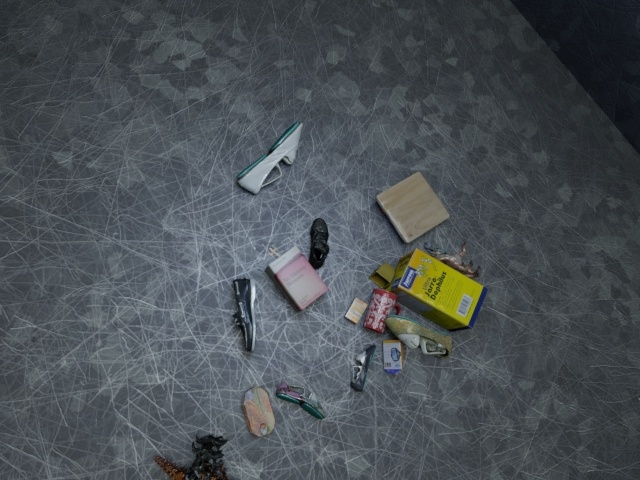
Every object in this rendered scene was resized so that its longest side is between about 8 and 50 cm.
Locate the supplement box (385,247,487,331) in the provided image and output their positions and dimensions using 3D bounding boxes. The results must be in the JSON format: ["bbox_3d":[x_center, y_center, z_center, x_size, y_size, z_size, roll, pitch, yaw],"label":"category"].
[{"bbox_3d":[0.492,0.219,1.998,0.357,0.194,0.195,30,71,-3],"label":"supplement box"}]

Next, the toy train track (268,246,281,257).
[{"bbox_3d":[-0.187,0.057,1.997,0.083,0.014,0.048,35,71,-1],"label":"toy train track"}]

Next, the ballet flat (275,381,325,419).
[{"bbox_3d":[-0.069,0.626,1.838,0.221,0.077,0.079,28,52,-3],"label":"ballet flat"}]

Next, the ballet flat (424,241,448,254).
[{"bbox_3d":[0.533,0.045,2.142,0.114,0.041,0.041,24,71,-4],"label":"ballet flat"}]

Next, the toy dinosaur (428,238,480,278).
[{"bbox_3d":[0.596,0.129,2.081,0.295,0.200,0.127,54,28,-21],"label":"toy dinosaur"}]

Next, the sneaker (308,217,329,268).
[{"bbox_3d":[0.000,0.000,1.993,0.087,0.130,0.227,12,71,-10],"label":"sneaker"}]

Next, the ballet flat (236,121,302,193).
[{"bbox_3d":[-0.197,-0.359,2.065,0.139,0.139,0.400,43,75,2],"label":"ballet flat"}]

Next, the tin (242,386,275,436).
[{"bbox_3d":[-0.240,0.665,1.805,0.106,0.040,0.189,-15,78,-11],"label":"tin"}]

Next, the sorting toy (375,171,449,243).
[{"bbox_3d":[0.414,-0.144,2.138,0.257,0.089,0.255,-30,82,-17],"label":"sorting toy"}]

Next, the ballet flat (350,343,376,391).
[{"bbox_3d":[0.172,0.519,1.916,0.074,0.074,0.203,22,74,-5],"label":"ballet flat"}]

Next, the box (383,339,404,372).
[{"bbox_3d":[0.307,0.488,1.948,0.028,0.081,0.136,18,67,-54],"label":"box"}]

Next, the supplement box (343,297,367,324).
[{"bbox_3d":[0.151,0.302,1.987,0.062,0.036,0.098,32,71,-1],"label":"supplement box"}]

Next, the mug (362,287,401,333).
[{"bbox_3d":[0.268,0.309,1.971,0.150,0.113,0.169,22,75,3],"label":"mug"}]

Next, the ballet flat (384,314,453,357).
[{"bbox_3d":[0.415,0.411,1.932,0.349,0.123,0.123,23,70,-24],"label":"ballet flat"}]

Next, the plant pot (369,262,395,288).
[{"bbox_3d":[0.279,0.146,2.038,0.081,0.081,0.083,39,59,1],"label":"plant pot"}]

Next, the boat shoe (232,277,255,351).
[{"bbox_3d":[-0.306,0.298,1.860,0.091,0.114,0.302,0,63,-13],"label":"boat shoe"}]

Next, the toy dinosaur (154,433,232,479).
[{"bbox_3d":[-0.430,0.835,1.667,0.322,0.164,0.218,22,87,-27],"label":"toy dinosaur"}]

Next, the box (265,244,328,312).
[{"bbox_3d":[-0.100,0.161,1.922,0.149,0.127,0.232,-36,87,-17],"label":"box"}]
